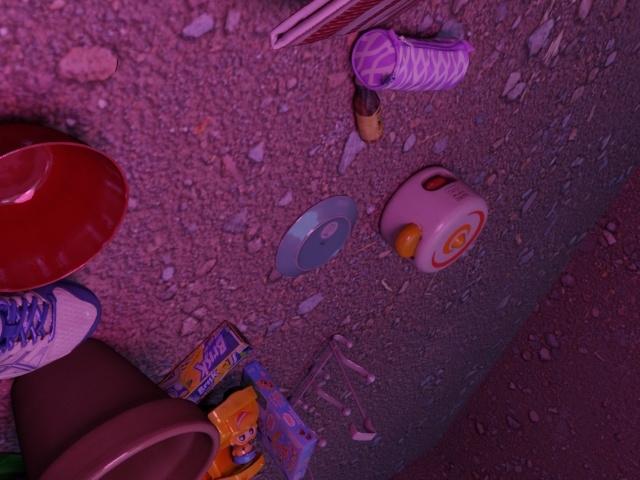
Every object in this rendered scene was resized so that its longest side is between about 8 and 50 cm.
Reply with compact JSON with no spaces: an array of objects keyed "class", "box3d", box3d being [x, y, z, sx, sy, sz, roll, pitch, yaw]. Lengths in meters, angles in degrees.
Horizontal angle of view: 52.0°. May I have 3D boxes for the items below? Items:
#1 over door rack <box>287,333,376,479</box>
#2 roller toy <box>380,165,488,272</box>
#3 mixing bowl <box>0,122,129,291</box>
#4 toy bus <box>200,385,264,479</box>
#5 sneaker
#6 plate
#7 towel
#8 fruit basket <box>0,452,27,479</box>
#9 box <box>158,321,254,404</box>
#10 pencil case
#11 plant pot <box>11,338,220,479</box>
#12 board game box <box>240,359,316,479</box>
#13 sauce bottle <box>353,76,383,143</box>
[{"class":"over door rack","box3d":[0.028,0.399,1.459,0.108,0.324,0.239,23,113,-20]},{"class":"roller toy","box3d":[0.229,-0.038,1.303,0.191,0.146,0.209,-49,151,7]},{"class":"mixing bowl","box3d":[-0.297,-0.047,0.652,0.181,0.098,0.181,-33,149,-23]},{"class":"toy bus","box3d":[-0.183,0.410,1.241,0.220,0.211,0.149,-40,168,32]},{"class":"sneaker","box3d":[-0.342,0.099,0.675,0.297,0.131,0.111,-7,91,-51]},{"class":"plate","box3d":[0.000,0.000,1.182,0.188,0.024,0.188,-31,149,-22]},{"class":"towel","box3d":[0.100,-0.291,0.700,0.237,0.037,0.329,-27,-172,31]},{"class":"fruit basket","box3d":[-0.355,0.484,0.993,0.392,0.392,0.283,-45,152,1]},{"class":"box","box3d":[-0.204,0.226,1.175,0.169,0.059,0.054,-44,153,-3]},{"class":"pencil case","box3d":[0.133,-0.260,0.944,0.206,0.086,0.088,-15,153,-49]},{"class":"plant pot","box3d":[-0.307,0.265,0.912,0.263,0.229,0.263,-32,148,-22]},{"class":"board game box","box3d":[-0.096,0.374,1.351,0.039,0.211,0.160,-23,145,-33]},{"class":"sauce bottle","box3d":[0.072,-0.199,0.993,0.042,0.042,0.128,-39,153,-11]}]
